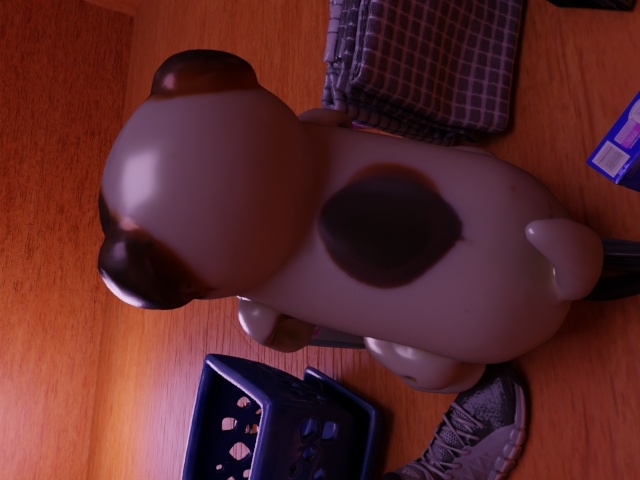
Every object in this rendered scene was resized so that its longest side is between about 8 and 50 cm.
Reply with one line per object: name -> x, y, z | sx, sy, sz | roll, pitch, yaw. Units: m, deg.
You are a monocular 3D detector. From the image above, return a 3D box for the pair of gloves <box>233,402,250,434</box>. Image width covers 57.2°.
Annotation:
pair of gloves -> -0.161, 0.373, 1.198 | 0.083, 0.010, 0.074 | -37, 52, 52

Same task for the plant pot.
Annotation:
plant pot -> -0.052, 0.303, 0.839 | 0.236, 0.212, 0.235 | 13, 93, 60

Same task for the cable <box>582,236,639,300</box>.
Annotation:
cable -> 0.313, 0.000, 0.469 | 0.072, 0.140, 0.287 | -57, 2, -21

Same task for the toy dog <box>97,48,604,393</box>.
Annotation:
toy dog -> 0.000, 0.000, 0.560 | 0.395, 0.408, 0.284 | -151, 78, -75

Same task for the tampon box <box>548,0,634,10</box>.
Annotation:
tampon box -> 0.268, -0.330, 0.582 | 0.101, 0.121, 0.160 | 43, 118, 56

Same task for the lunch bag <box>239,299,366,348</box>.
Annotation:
lunch bag -> 0.000, 0.008, 0.828 | 0.108, 0.224, 0.278 | -5, 78, 58

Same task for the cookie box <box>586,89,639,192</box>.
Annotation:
cookie box -> 0.291, -0.080, 0.483 | 0.091, 0.107, 0.040 | -62, 33, 27

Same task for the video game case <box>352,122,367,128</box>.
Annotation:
video game case -> 0.098, -0.284, 0.932 | 0.232, 0.042, 0.210 | 16, 95, 60

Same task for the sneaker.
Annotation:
sneaker -> 0.133, 0.234, 0.628 | 0.086, 0.132, 0.228 | 27, 105, 59

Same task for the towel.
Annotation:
towel -> 0.127, -0.265, 0.693 | 0.121, 0.235, 0.283 | 5, 85, 54
